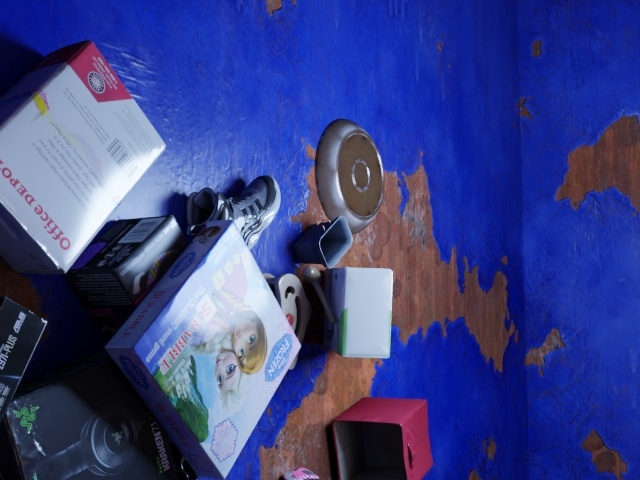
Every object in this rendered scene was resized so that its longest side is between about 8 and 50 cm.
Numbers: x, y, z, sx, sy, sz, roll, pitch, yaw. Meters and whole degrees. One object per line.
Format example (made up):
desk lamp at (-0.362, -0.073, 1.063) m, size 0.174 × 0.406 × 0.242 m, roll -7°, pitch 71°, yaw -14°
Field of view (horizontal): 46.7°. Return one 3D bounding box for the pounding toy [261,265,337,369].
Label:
pounding toy at (-0.065, 0.157, 1.626) m, size 0.154 × 0.154 × 0.270 m, roll 50°, pitch 49°, yaw -47°

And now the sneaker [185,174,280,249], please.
sneaker at (-0.181, -0.071, 1.523) m, size 0.153 × 0.101 × 0.269 m, roll 59°, pitch 46°, yaw -38°

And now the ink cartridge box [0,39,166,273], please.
ink cartridge box at (-0.417, -0.132, 1.164) m, size 0.226 × 0.131 × 0.306 m, roll 60°, pitch 44°, yaw -34°

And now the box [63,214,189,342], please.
box at (-0.294, 0.110, 1.311) m, size 0.165 × 0.143 × 0.270 m, roll -54°, pitch 130°, yaw -42°

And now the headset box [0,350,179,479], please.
headset box at (-0.387, 0.326, 1.140) m, size 0.283 × 0.131 × 0.246 m, roll -18°, pitch 94°, yaw -56°

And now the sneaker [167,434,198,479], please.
sneaker at (-0.237, 0.362, 1.412) m, size 0.084 × 0.097 × 0.235 m, roll 37°, pitch 58°, yaw -48°

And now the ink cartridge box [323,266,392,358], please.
ink cartridge box at (0.081, 0.163, 1.743) m, size 0.273 × 0.114 × 0.198 m, roll 162°, pitch -70°, yaw -81°

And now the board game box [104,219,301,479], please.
board game box at (-0.181, 0.184, 1.283) m, size 0.319 × 0.065 × 0.318 m, roll -58°, pitch 134°, yaw -42°

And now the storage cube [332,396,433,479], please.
storage cube at (0.161, 0.515, 1.885) m, size 0.193 × 0.215 × 0.184 m, roll -15°, pitch 99°, yaw -61°

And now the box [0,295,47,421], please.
box at (-0.481, 0.157, 1.003) m, size 0.077 × 0.180 × 0.147 m, roll 46°, pitch 52°, yaw -44°

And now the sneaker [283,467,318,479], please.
sneaker at (-0.051, 0.566, 1.723) m, size 0.119 × 0.047 × 0.057 m, roll 15°, pitch 95°, yaw -52°

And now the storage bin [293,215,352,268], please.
storage bin at (0.000, 0.000, 1.790) m, size 0.135 × 0.091 × 0.098 m, roll -49°, pitch 126°, yaw -46°

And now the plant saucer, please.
plant saucer at (0.092, -0.172, 1.978) m, size 0.310 × 0.050 × 0.311 m, roll 6°, pitch 83°, yaw -54°
